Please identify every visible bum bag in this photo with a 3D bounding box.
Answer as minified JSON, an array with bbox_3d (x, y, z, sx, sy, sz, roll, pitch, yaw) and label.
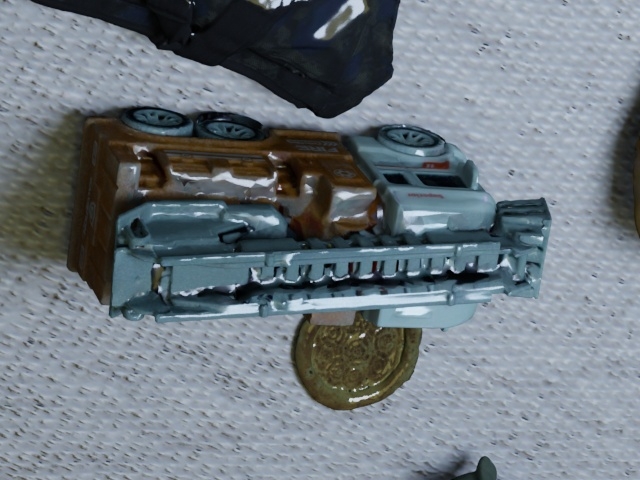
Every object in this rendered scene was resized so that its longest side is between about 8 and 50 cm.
[{"bbox_3d":[-0.080,-0.183,1.369,0.310,0.074,0.137,21,122,-21],"label":"bum bag"}]

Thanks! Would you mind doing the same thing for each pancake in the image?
[{"bbox_3d":[0.032,0.085,1.560,0.114,0.011,0.115,-7,115,-16],"label":"pancake"}]

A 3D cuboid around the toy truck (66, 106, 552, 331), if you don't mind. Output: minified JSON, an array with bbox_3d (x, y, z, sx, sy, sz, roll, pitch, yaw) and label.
[{"bbox_3d":[0.000,0.000,1.417,0.338,0.184,0.133,2,112,-19],"label":"toy truck"}]

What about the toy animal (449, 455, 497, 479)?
[{"bbox_3d":[0.092,0.287,1.612,0.108,0.138,0.236,44,110,2],"label":"toy animal"}]

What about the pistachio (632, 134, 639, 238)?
[{"bbox_3d":[0.362,-0.079,1.520,0.212,0.163,0.261,28,105,8],"label":"pistachio"}]
